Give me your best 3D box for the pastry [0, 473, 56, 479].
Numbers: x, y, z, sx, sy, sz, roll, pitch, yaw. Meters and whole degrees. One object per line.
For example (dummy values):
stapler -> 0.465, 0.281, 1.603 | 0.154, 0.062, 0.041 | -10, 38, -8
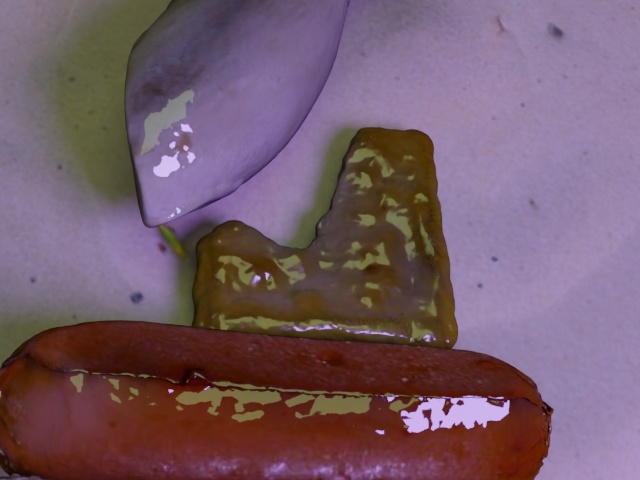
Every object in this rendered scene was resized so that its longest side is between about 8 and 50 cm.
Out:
pastry -> -0.252, 0.189, 0.541 | 0.265, 0.112, 0.102 | -4, 72, -19

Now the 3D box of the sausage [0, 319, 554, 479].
sausage -> -0.027, 0.104, 0.625 | 0.331, 0.102, 0.102 | 5, 63, -8

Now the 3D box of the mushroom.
mushroom -> -0.044, -0.143, 0.732 | 0.128, 0.128, 0.350 | 29, 60, 6

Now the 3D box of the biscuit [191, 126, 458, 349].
biscuit -> 0.000, 0.000, 0.714 | 0.184, 0.039, 0.174 | -2, 65, -12
